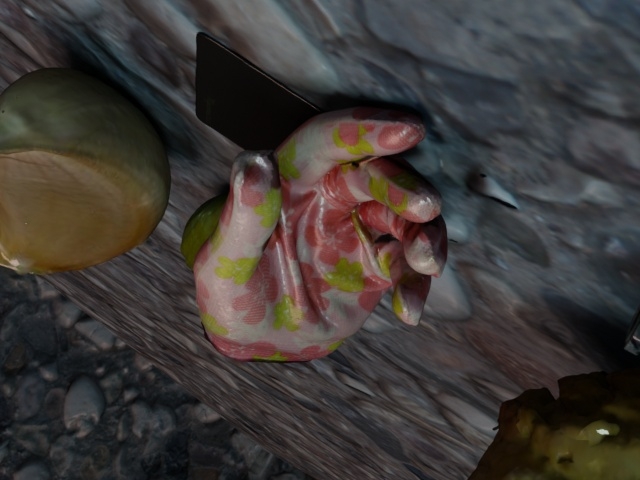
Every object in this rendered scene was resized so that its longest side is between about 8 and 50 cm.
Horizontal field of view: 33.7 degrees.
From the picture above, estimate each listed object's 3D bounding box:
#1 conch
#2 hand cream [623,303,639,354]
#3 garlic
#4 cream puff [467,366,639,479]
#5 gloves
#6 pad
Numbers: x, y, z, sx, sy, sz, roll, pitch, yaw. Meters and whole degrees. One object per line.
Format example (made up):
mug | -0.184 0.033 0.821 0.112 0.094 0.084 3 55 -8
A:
conch | -0.070 0.002 0.923 0.095 0.079 0.201 20 162 -22
hand cream | 0.276 0.087 0.511 0.256 0.055 0.088 24 167 12
garlic | -0.207 -0.055 0.850 0.145 0.164 0.245 49 162 12
cream puff | 0.232 0.205 0.602 0.327 0.231 0.343 37 172 9
gloves | 0.003 -0.007 0.660 0.145 0.126 0.241 27 131 -8
pad | -0.039 -0.081 0.722 0.112 0.003 0.157 33 165 2
